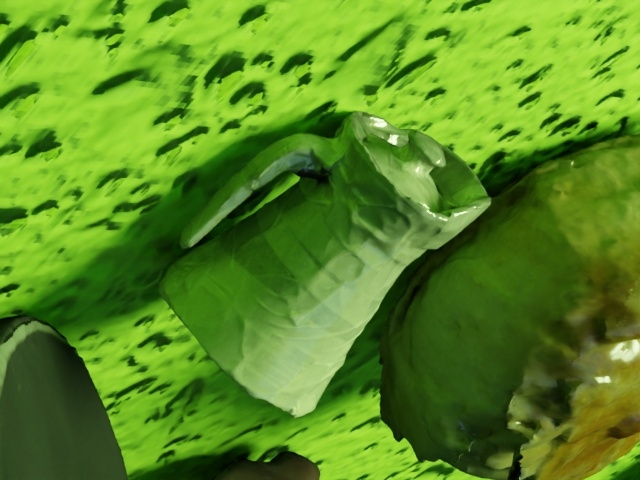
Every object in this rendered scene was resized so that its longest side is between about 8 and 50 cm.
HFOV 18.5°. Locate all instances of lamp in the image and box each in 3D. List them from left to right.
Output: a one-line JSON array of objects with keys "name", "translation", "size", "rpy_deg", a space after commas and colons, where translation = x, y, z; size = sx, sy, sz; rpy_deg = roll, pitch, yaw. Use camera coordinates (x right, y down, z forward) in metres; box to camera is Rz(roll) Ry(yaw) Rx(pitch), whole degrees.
[{"name": "lamp", "translation": [-0.203, 0.162, 0.533], "size": [0.371, 0.108, 0.130], "rpy_deg": [-33, 158, 4]}]

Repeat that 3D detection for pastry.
[{"name": "pastry", "translation": [0.091, 0.025, 0.657], "size": [0.153, 0.081, 0.153], "rpy_deg": [-33, 154, -19]}]

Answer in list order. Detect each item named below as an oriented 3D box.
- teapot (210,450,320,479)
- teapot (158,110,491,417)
[{"name": "teapot", "translation": [-0.100, 0.230, 0.706], "size": [0.315, 0.233, 0.312], "rpy_deg": [-53, 172, -39]}, {"name": "teapot", "translation": [0.000, 0.000, 0.533], "size": [0.083, 0.057, 0.067], "rpy_deg": [-44, 126, 15]}]
